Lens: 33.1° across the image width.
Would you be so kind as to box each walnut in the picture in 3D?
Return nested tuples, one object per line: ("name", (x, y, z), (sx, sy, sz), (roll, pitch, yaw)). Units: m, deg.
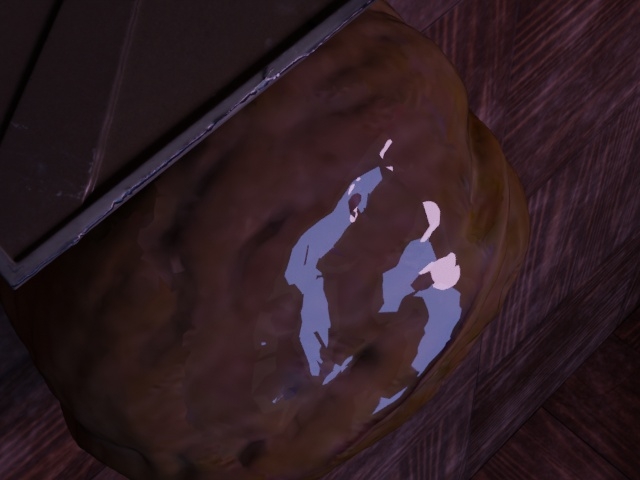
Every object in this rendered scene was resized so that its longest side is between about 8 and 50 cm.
("walnut", (-0.041, 0.009, 0.698), (0.344, 0.306, 0.306), (-46, 155, 0))

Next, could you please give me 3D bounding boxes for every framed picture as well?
("framed picture", (-0.113, -0.122, 0.536), (0.250, 0.184, 0.016), (-42, -178, -18))
